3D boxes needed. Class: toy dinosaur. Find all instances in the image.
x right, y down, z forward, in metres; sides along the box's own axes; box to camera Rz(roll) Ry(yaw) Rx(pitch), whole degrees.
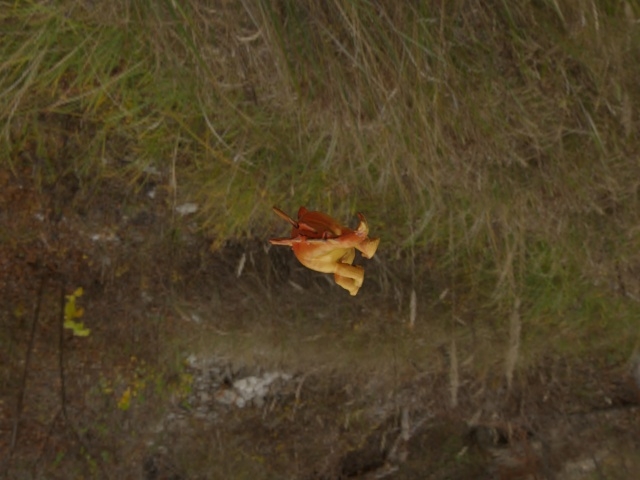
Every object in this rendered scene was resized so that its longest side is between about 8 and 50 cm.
[{"bbox_3d":[0.000,0.000,0.725,0.117,0.070,0.288,22,173,6],"label":"toy dinosaur"}]
